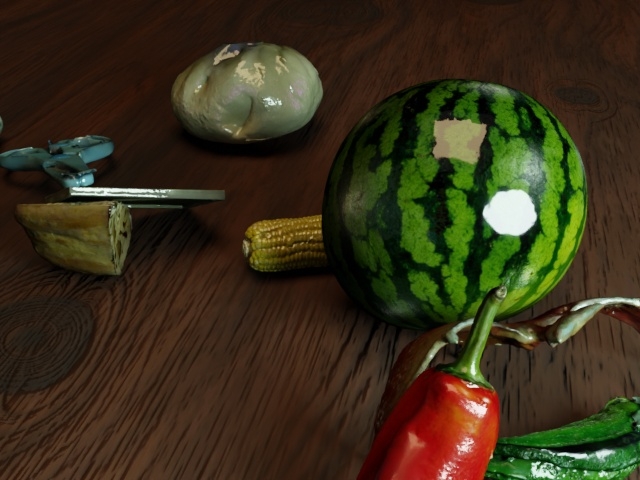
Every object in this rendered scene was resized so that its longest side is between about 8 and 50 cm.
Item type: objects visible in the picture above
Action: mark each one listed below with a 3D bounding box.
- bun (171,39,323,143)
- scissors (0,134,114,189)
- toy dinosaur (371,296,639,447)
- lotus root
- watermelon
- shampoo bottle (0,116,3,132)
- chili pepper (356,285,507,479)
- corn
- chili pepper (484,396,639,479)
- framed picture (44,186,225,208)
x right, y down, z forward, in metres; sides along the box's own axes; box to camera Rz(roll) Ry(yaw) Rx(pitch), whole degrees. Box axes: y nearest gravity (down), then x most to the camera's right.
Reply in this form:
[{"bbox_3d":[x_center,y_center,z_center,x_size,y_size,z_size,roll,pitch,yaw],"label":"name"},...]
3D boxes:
[{"bbox_3d":[-0.125,-0.271,1.337,0.273,0.168,0.273,-5,25,2],"label":"bun"},{"bbox_3d":[-0.378,-0.115,1.127,0.180,0.032,0.393,-15,19,-22],"label":"scissors"},{"bbox_3d":[0.215,0.122,0.748,0.327,0.112,0.207,-3,-13,-43],"label":"toy dinosaur"},{"bbox_3d":[-0.301,-0.005,0.958,0.135,0.095,0.159,2,-6,8],"label":"lotus root"},{"bbox_3d":[0.146,-0.036,0.834,0.285,0.285,0.285,0,32,0],"label":"watermelon"},{"bbox_3d":[-0.568,-0.155,1.248,0.065,0.065,0.204,-6,31,-10],"label":"shampoo bottle"},{"bbox_3d":[0.062,0.210,0.561,0.092,0.137,0.368,26,62,7],"label":"chili pepper"},{"bbox_3d":[0.000,0.000,0.982,0.203,0.072,0.072,-6,32,-11],"label":"corn"},{"bbox_3d":[0.223,0.185,0.682,0.279,0.065,0.122,-5,11,-18],"label":"chili pepper"},{"bbox_3d":[-0.249,-0.057,1.013,0.203,0.015,0.150,-1,-2,-30],"label":"framed picture"}]
